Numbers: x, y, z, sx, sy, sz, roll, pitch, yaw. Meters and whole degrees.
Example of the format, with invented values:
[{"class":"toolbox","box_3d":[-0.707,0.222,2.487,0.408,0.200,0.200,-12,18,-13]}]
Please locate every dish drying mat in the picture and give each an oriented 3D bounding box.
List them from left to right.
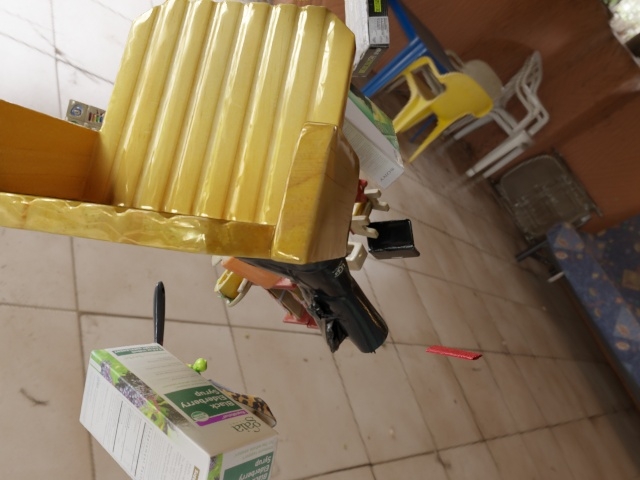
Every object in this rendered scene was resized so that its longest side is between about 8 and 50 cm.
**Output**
[{"class":"dish drying mat","box_3d":[0.209,0.178,0.812,0.032,0.083,0.008,-2,93,-45]}]

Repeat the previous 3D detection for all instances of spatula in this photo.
[{"class":"spatula","box_3d":[-0.316,0.224,0.970,0.084,0.030,0.297,49,49,-86]}]

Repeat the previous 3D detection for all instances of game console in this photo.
[{"class":"game console","box_3d":[0.187,-0.001,1.329,0.107,0.122,0.071,38,52,-58]}]

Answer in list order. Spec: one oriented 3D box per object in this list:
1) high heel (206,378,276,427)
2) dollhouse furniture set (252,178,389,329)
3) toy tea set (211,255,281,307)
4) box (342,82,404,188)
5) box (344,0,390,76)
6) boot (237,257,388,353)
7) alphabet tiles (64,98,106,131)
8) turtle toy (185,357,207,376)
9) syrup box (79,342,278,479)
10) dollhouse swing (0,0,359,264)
[{"class":"high heel","box_3d":[-0.194,0.365,1.060,0.186,0.093,0.261,24,4,8]},{"class":"dollhouse furniture set","box_3d":[0.000,0.000,1.196,0.201,0.152,0.374,53,53,-42]},{"class":"toy tea set","box_3d":[-0.142,0.005,0.936,0.124,0.336,0.200,37,55,-16]},{"class":"box","box_3d":[0.014,-0.257,0.927,0.322,0.058,0.232,38,28,-23]},{"class":"box","box_3d":[0.085,-0.434,0.988,0.184,0.045,0.191,-175,-98,-84]},{"class":"boot","box_3d":[-0.031,0.059,0.742,0.094,0.246,0.207,-47,129,-25]},{"class":"alphabet tiles","box_3d":[-0.477,-0.192,1.194,0.237,0.198,0.009,16,20,-22]},{"class":"turtle toy","box_3d":[-0.422,0.451,1.712,0.066,0.130,0.095,21,3,-28]},{"class":"syrup box","box_3d":[-0.165,0.206,0.572,0.236,0.097,0.093,20,10,38]},{"class":"dollhouse swing","box_3d":[-0.135,-0.151,0.522,0.315,0.346,0.305,2,96,-80]}]
